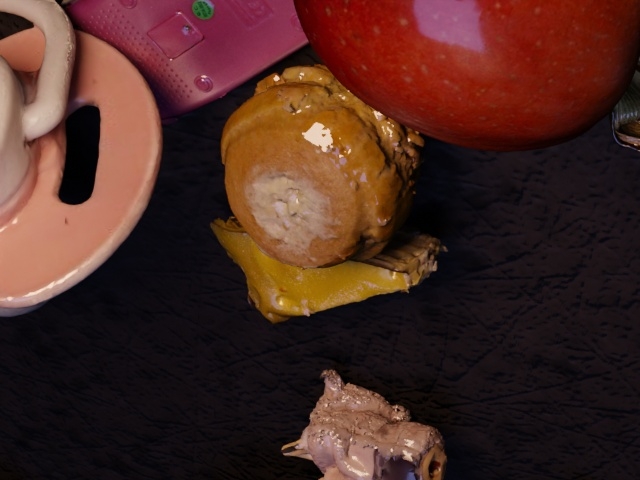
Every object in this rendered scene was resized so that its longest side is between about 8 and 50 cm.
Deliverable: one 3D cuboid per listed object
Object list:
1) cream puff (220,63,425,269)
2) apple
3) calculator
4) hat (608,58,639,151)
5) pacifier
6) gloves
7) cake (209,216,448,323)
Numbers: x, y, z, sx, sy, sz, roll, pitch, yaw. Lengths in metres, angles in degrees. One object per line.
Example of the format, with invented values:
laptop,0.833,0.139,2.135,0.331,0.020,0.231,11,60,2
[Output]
cream puff,0.006,-0.057,1.011,0.165,0.115,0.150,-13,119,45
apple,0.095,-0.160,0.794,0.201,0.218,0.218,26,138,3
calculator,-0.093,-0.160,1.016,0.190,0.034,0.126,-24,117,38
hat,0.226,-0.100,0.911,0.077,0.059,0.076,-6,114,22
pacifier,-0.270,-0.041,1.024,0.332,0.220,0.273,-6,114,8
gloves,0.045,0.185,1.251,0.144,0.094,0.110,29,132,24
cake,0.003,-0.002,1.115,0.185,0.080,0.116,-21,109,49
